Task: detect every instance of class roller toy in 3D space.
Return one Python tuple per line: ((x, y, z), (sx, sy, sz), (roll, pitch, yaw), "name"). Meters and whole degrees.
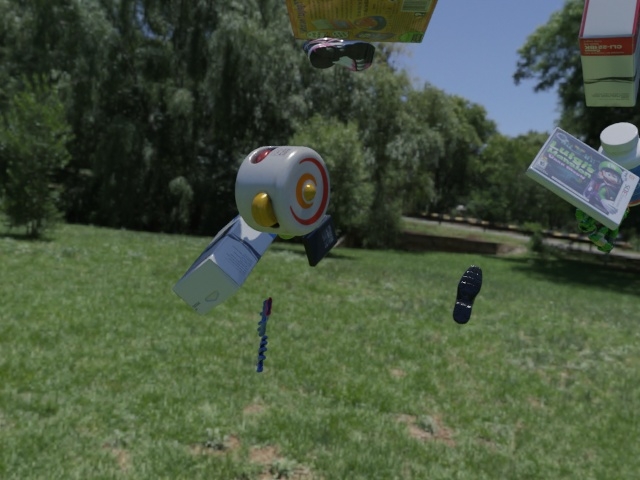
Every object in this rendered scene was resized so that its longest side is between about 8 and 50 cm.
((-0.075, -0.108, 1.365), (0.146, 0.191, 0.209), (6, -9, 35), "roller toy")

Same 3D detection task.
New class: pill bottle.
((0.829, -0.208, 1.738), (0.124, 0.124, 0.221), (6, -38, 39), "pill bottle")

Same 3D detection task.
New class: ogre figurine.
((0.718, -0.059, 1.619), (0.197, 0.118, 0.097), (35, -6, -19), "ogre figurine")

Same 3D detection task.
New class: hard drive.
((0.000, 0.000, 1.799), (0.022, 0.094, 0.135), (3, 32, 32), "hard drive")

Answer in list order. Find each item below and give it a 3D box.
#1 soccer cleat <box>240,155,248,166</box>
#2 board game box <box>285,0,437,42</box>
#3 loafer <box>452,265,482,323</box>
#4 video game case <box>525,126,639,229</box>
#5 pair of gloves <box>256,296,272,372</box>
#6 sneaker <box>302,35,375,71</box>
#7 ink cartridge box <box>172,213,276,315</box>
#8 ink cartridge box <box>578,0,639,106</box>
((-0.125, -0.220, 1.843), (0.121, 0.093, 0.289), (-31, -10, 24), "soccer cleat")
((0.104, -0.722, 1.578), (0.357, 0.356, 0.356), (2, 0, 2), "board game box")
((0.406, 0.152, 1.771), (0.062, 0.170, 0.061), (21, -10, 12), "loafer")
((0.506, -0.124, 1.219), (0.190, 0.022, 0.173), (35, 50, 10), "video game case")
((-0.147, 0.240, 1.611), (0.023, 0.198, 0.159), (9, -22, -8), "pair of gloves")
((0.041, -0.430, 1.425), (0.178, 0.072, 0.077), (-4, 42, -34), "sneaker")
((-0.282, 0.054, 1.941), (0.223, 0.129, 0.307), (-35, 16, 39), "ink cartridge box")
((0.675, -0.461, 1.462), (0.114, 0.196, 0.273), (7, -19, 29), "ink cartridge box")
